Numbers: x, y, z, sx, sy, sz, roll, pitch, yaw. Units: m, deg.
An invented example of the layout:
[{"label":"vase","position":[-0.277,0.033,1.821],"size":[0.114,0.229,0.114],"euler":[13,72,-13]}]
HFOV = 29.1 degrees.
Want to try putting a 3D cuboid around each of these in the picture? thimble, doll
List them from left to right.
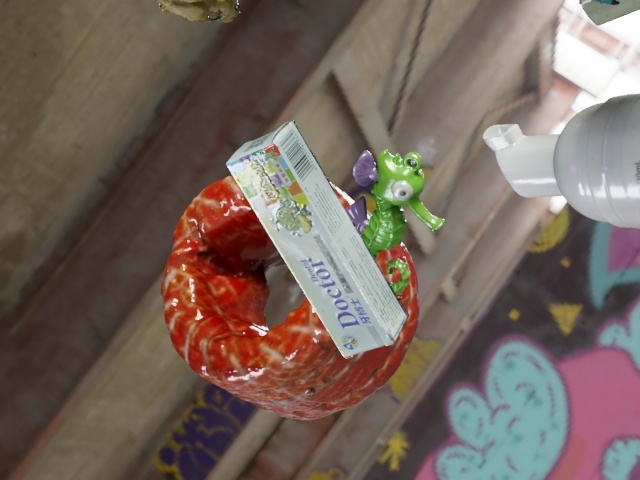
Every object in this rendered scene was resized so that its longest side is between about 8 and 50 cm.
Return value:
[{"label":"thimble","position":[-0.045,0.078,1.763],"size":[0.350,0.350,0.230],"euler":[-55,-38,3]},{"label":"doll","position":[0.078,-0.020,1.379],"size":[0.050,0.115,0.190],"euler":[-36,-31,-49]}]

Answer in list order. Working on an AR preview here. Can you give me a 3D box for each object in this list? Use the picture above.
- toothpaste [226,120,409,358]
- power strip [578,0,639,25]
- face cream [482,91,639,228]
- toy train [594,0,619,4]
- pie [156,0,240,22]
[{"label":"toothpaste","position":[0.000,0.000,0.823],"size":[0.046,0.164,0.034],"euler":[-20,21,32]},{"label":"power strip","position":[0.409,-0.313,1.348],"size":[0.286,0.048,0.080],"euler":[-18,37,41]},{"label":"face cream","position":[0.341,-0.084,1.290],"size":[0.145,0.369,0.145],"euler":[0,-89,-45]},{"label":"toy train","position":[0.295,-0.298,1.069],"size":[0.203,0.112,0.163],"euler":[37,-120,-70]},{"label":"pie","position":[-0.148,-0.355,1.245],"size":[0.128,0.283,0.068],"euler":[-3,-23,-37]}]
